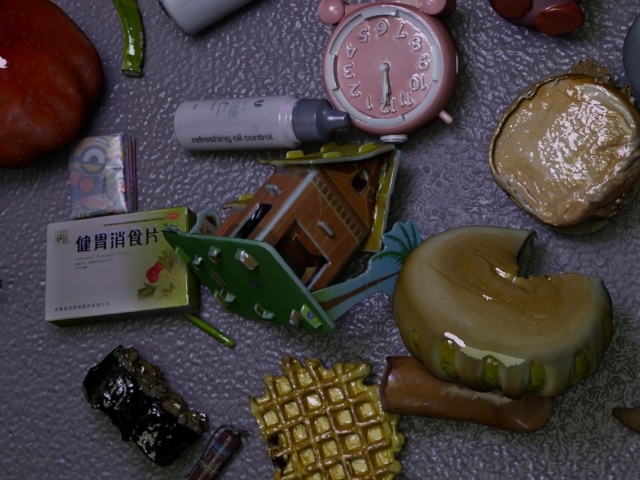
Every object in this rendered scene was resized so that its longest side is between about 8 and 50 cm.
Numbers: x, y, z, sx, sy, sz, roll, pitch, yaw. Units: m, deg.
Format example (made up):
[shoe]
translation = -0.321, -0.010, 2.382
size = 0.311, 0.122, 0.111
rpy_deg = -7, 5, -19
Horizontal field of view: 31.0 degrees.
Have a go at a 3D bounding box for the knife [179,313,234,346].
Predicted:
[knife]
translation = -0.223, 0.133, 1.967
size = 0.184, 0.022, 0.026
rpy_deg = 30, 70, 17

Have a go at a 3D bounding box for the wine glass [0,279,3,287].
[wine glass]
translation = -0.692, -0.060, 1.997
size = 0.238, 0.238, 0.323
rpy_deg = -16, 77, 10

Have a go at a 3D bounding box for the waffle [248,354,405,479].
[waffle]
translation = 0.000, 0.331, 1.869
size = 0.283, 0.065, 0.309
rpy_deg = 25, 84, 13

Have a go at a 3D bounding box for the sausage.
[sausage]
translation = 0.227, 0.239, 1.802
size = 0.270, 0.109, 0.109
rpy_deg = 8, 84, 5

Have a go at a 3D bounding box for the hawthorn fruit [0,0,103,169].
[hawthorn fruit]
translation = -0.537, -0.289, 1.938
size = 0.287, 0.330, 0.287
rpy_deg = -19, 49, 23

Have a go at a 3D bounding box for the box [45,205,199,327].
[box]
translation = -0.339, 0.047, 1.973
size = 0.260, 0.062, 0.175
rpy_deg = -7, 72, 13

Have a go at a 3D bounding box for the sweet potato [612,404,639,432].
[sweet potato]
translation = 0.572, 0.274, 1.750
size = 0.249, 0.059, 0.069
rpy_deg = 9, 104, 10

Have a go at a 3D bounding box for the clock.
[clock]
translation = 0.119, -0.279, 1.894
size = 0.227, 0.142, 0.241
rpy_deg = -3, 91, 18

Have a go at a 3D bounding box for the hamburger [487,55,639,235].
[hamburger]
translation = 0.389, -0.151, 1.806
size = 0.243, 0.146, 0.286
rpy_deg = -1, 88, 19

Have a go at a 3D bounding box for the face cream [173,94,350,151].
[face cream]
translation = -0.092, -0.195, 1.909
size = 0.311, 0.092, 0.092
rpy_deg = 0, 82, 27

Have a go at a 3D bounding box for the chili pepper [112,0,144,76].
[chili pepper]
translation = -0.343, -0.388, 2.055
size = 0.052, 0.050, 0.202
rpy_deg = -6, 77, -25

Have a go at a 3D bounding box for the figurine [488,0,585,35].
[figurine]
translation = 0.343, -0.424, 1.842
size = 0.173, 0.173, 0.173
rpy_deg = -2, 82, 13

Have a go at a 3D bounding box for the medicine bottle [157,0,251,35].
[medicine bottle]
translation = -0.154, -0.470, 1.971
size = 0.258, 0.143, 0.143
rpy_deg = -28, 77, 9

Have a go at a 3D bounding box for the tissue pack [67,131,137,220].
[tissue pack]
translation = -0.381, -0.110, 2.016
size = 0.108, 0.060, 0.148
rpy_deg = -6, 80, 13

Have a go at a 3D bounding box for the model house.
[model house]
translation = 0.000, 0.000, 1.888
size = 0.300, 0.340, 0.324
rpy_deg = 7, 53, 52

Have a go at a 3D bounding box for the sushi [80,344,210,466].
[sushi]
translation = -0.296, 0.267, 1.902
size = 0.212, 0.147, 0.115
rpy_deg = 44, 94, 18

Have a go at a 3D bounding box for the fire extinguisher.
[fire extinguisher]
translation = -0.169, 0.356, 1.917
size = 0.056, 0.039, 0.132
rpy_deg = 36, 91, 6

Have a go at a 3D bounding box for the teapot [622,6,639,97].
[teapot]
translation = 0.561, -0.280, 1.761
size = 0.193, 0.129, 0.294
rpy_deg = -16, 76, -27

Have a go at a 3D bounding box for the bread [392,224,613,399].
[bread]
translation = 0.265, 0.119, 1.748
size = 0.333, 0.160, 0.333
rpy_deg = 1, 42, -1
